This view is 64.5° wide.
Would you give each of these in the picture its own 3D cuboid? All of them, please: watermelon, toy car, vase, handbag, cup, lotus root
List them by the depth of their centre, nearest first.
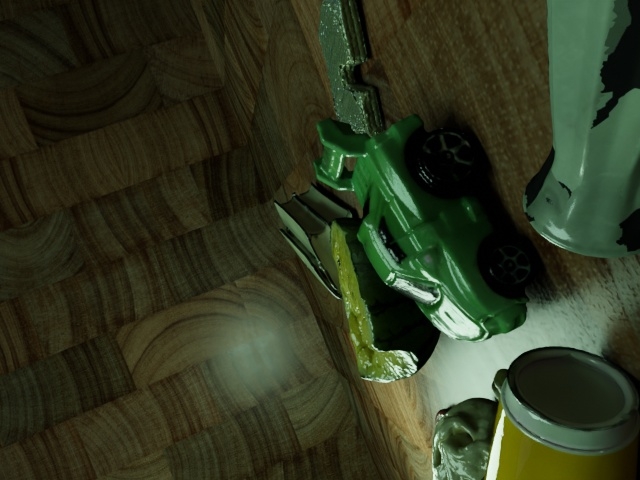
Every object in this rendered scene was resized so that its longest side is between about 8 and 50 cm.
[{"bbox_3d":[0.196,-0.145,0.294,0.360,0.165,0.165,75,167,-47],"label":"vase"},{"bbox_3d":[0.285,0.277,0.606,0.196,0.196,0.280,-131,31,-59],"label":"cup"},{"bbox_3d":[0.139,-0.018,0.725,0.213,0.176,0.359,108,138,-75],"label":"toy car"},{"bbox_3d":[0.299,0.238,0.767,0.099,0.049,0.054,-123,24,-46],"label":"lotus root"},{"bbox_3d":[0.133,0.104,0.969,0.331,0.189,0.331,173,90,-82],"label":"watermelon"},{"bbox_3d":[0.000,0.000,1.469,0.237,0.160,0.358,65,171,-25],"label":"handbag"}]

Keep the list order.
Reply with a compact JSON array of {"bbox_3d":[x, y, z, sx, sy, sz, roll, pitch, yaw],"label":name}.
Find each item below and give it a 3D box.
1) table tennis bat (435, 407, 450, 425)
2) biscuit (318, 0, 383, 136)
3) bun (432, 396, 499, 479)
[{"bbox_3d":[0.362,0.566,1.104,0.268,0.051,0.415,85,162,-58],"label":"table tennis bat"},{"bbox_3d":[0.049,-0.314,0.919,0.147,0.046,0.250,-130,21,-58],"label":"biscuit"},{"bbox_3d":[0.260,0.380,0.868,0.231,0.133,0.231,-172,90,-84],"label":"bun"}]
